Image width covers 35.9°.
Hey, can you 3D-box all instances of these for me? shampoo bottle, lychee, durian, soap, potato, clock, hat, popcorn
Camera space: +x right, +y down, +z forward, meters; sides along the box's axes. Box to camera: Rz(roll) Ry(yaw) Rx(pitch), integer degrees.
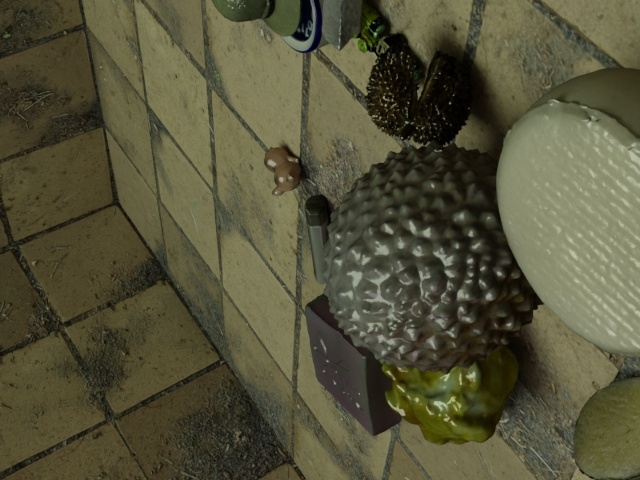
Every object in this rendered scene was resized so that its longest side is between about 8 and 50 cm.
[{"bbox_3d":[0.000,0.000,2.491,0.086,0.055,0.227,-85,-11,-52],"label":"shampoo bottle"},{"bbox_3d":[0.195,0.031,1.594,0.432,0.380,0.380,-18,97,58],"label":"lychee"},{"bbox_3d":[0.164,-0.240,1.681,0.196,0.196,0.167,47,163,38],"label":"durian"},{"bbox_3d":[0.087,0.319,2.602,0.296,0.107,0.285,36,143,49],"label":"soap"},{"bbox_3d":[0.520,0.326,1.598,0.117,0.182,0.202,33,147,-23],"label":"potato"},{"bbox_3d":[-0.039,-0.506,2.024,0.230,0.083,0.230,48,155,31],"label":"clock"},{"bbox_3d":[-0.156,-0.516,1.999,0.257,0.130,0.257,48,153,34],"label":"hat"},{"bbox_3d":[0.258,0.238,1.967,0.293,0.292,0.334,-19,77,32],"label":"popcorn"}]

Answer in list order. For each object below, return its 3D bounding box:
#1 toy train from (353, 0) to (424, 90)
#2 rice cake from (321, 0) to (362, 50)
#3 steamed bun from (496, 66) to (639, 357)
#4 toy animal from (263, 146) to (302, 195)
[{"bbox_3d":[0.110,-0.375,1.859,0.250,0.053,0.085,55,151,22],"label":"toy train"},{"bbox_3d":[0.047,-0.523,1.769,0.072,0.056,0.365,36,135,41],"label":"rice cake"},{"bbox_3d":[0.415,-0.044,1.265,0.374,0.241,0.374,44,145,42],"label":"steamed bun"},{"bbox_3d":[-0.099,-0.180,2.509,0.083,0.089,0.150,87,159,-50],"label":"toy animal"}]
